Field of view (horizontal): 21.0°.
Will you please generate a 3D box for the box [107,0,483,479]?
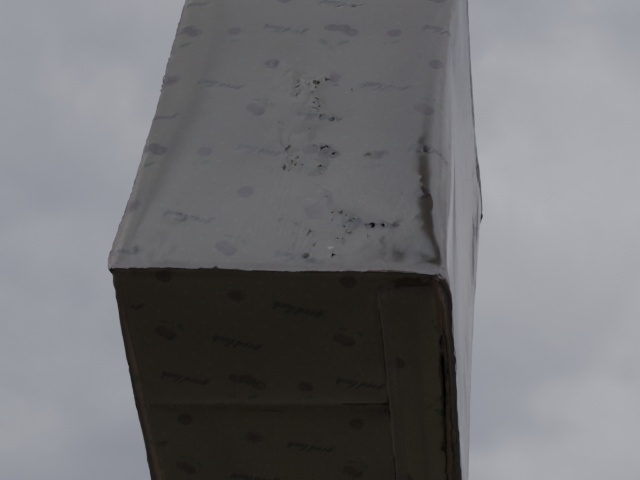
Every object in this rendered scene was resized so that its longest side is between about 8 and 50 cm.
[{"bbox_3d":[0.000,0.000,1.064,0.190,0.297,0.225,0,-48,7],"label":"box"}]
